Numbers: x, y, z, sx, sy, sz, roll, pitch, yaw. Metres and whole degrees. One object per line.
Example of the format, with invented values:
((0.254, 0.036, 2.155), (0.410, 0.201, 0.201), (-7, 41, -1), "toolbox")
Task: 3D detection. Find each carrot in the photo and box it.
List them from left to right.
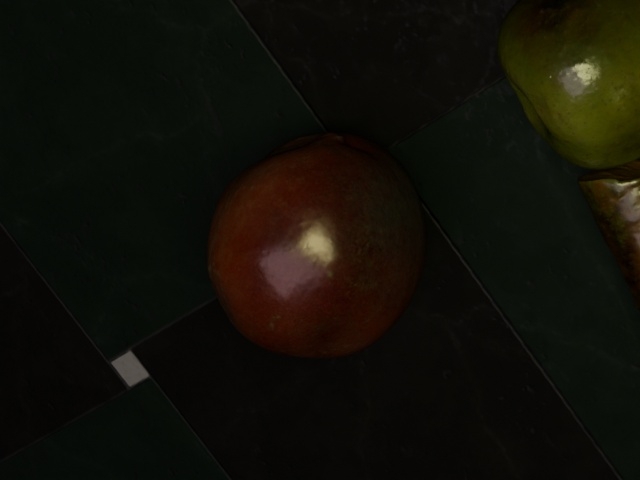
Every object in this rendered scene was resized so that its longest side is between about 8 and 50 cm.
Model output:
((0.373, 0.047, 1.423), (0.114, 0.114, 0.302), (-21, 103, 33), "carrot")

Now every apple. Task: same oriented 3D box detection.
((0.261, -0.165, 1.317), (0.157, 0.196, 0.196), (-27, 104, 7), "apple")

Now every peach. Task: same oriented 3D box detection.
((0.000, 0.000, 1.492), (0.252, 0.252, 0.252), (11, 120, 20), "peach")
